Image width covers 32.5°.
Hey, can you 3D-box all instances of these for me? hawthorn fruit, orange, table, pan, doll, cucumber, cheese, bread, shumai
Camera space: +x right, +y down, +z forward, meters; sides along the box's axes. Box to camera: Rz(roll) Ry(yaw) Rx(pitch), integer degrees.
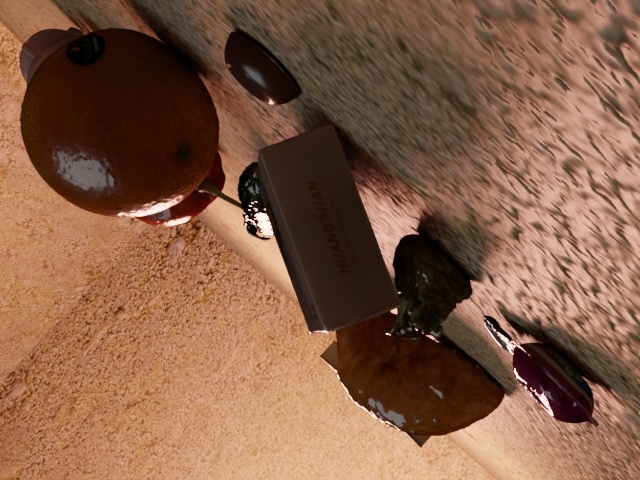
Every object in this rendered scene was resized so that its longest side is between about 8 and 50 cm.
[{"bbox_3d":[-0.174,-0.073,1.520,0.285,0.165,0.165,25,164,40],"label":"hawthorn fruit"},{"bbox_3d":[-0.198,-0.115,1.101,0.206,0.206,0.206,42,174,5],"label":"orange"},{"bbox_3d":[0.117,0.234,1.884,0.121,0.111,0.240,46,173,-27],"label":"table"},{"bbox_3d":[-0.056,-0.129,0.833,0.068,0.023,0.115,44,174,-27],"label":"pan"},{"bbox_3d":[-0.359,-0.234,1.559,0.151,0.151,0.287,46,176,-32],"label":"doll"},{"bbox_3d":[-0.066,-0.044,1.330,0.067,0.067,0.245,42,173,4],"label":"cucumber"},{"bbox_3d":[0.179,0.107,0.904,0.095,0.038,0.145,48,178,-35],"label":"cheese"},{"bbox_3d":[0.105,0.172,1.406,0.260,0.134,0.129,39,174,33],"label":"bread"},{"bbox_3d":[0.079,0.045,0.917,0.082,0.080,0.083,43,177,13],"label":"shumai"}]

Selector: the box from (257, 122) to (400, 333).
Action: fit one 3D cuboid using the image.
[{"bbox_3d":[0.000,0.000,0.918,0.233,0.067,0.150,125,122,-84],"label":"box"}]
